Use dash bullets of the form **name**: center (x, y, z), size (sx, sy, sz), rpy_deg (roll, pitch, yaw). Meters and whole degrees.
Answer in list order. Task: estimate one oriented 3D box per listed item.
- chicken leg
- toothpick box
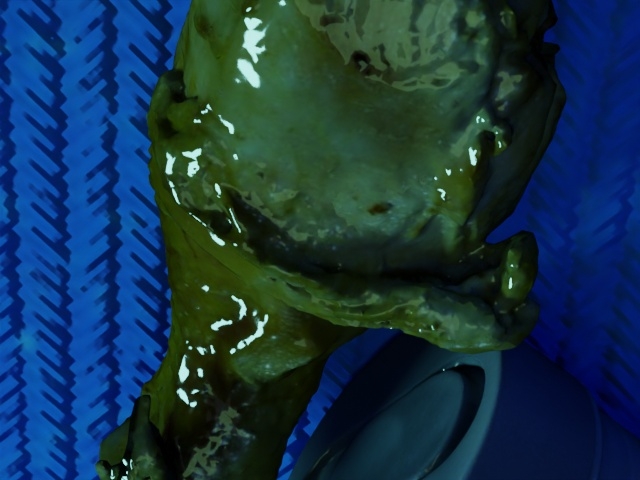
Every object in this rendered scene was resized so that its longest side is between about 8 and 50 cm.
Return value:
- **chicken leg**: center (0.000, 0.000, 0.393), size (0.103, 0.088, 0.227), rpy_deg (8, 117, -18)
- **toothpick box**: center (0.073, 0.102, 0.440), size (0.153, 0.101, 0.101), rpy_deg (36, 115, -18)
